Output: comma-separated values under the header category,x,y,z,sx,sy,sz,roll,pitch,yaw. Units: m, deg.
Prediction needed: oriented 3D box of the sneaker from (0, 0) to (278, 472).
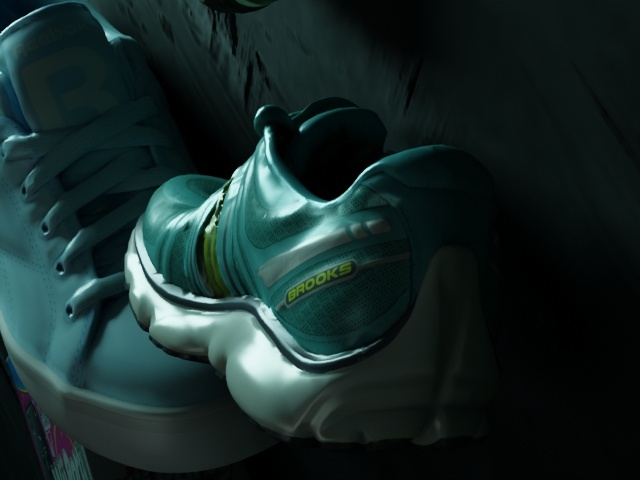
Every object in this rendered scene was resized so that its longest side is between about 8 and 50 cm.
category,x,y,z,sx,sy,sz,roll,pitch,yaw
sneaker,-0.125,-0.032,0.818,0.366,0.135,0.150,46,156,47

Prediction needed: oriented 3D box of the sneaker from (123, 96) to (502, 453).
category,x,y,z,sx,sy,sz,roll,pitch,yaw
sneaker,0.000,0.000,0.617,0.275,0.107,0.110,-159,75,-67

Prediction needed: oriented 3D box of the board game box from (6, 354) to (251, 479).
category,x,y,z,sx,sy,sz,roll,pitch,yaw
board game box,-0.102,0.185,1.015,0.224,0.097,0.303,134,119,-69

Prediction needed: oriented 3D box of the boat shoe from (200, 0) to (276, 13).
category,x,y,z,sx,sy,sz,roll,pitch,yaw
boat shoe,-0.052,-0.150,0.625,0.042,0.049,0.133,-2,113,61
